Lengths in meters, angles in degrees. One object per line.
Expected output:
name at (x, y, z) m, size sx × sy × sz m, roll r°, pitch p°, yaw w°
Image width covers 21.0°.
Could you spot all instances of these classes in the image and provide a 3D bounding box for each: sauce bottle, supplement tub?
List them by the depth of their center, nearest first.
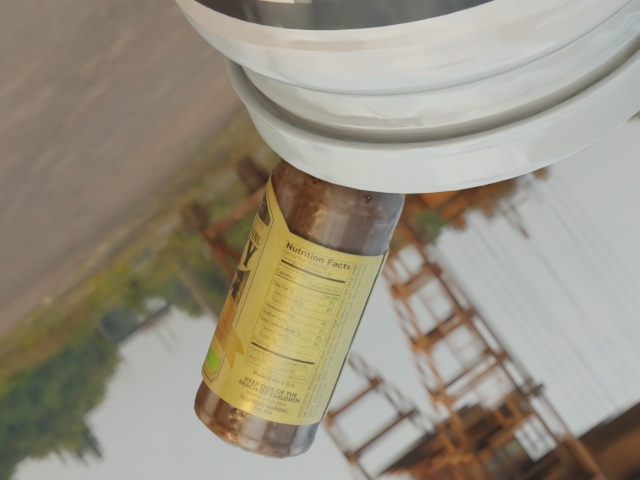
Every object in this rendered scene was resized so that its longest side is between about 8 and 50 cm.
supplement tub at (0.018, -0.169, 0.544) m, size 0.191 × 0.272 × 0.191 m, roll -11°, pitch -139°, yaw 10°
sauce bottle at (0.000, 0.000, 1.356) m, size 0.111 × 0.111 × 0.344 m, roll -43°, pitch 155°, yaw -72°
